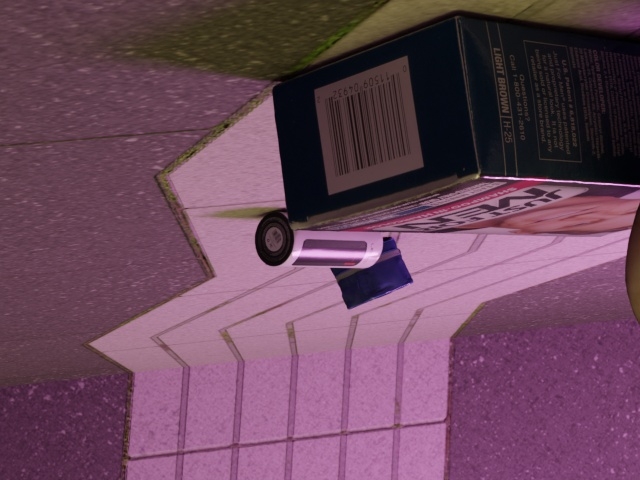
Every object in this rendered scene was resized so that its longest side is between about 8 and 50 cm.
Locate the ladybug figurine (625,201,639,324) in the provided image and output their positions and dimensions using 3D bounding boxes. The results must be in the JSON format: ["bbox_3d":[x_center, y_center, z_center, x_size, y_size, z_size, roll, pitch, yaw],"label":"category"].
[{"bbox_3d":[0.365,-0.057,1.001,0.305,0.162,0.449,19,146,-26],"label":"ladybug figurine"}]

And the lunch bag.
[{"bbox_3d":[0.056,0.035,1.945,0.067,0.065,0.098,-21,177,-24],"label":"lunch bag"}]

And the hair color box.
[{"bbox_3d":[0.153,-0.068,1.174,0.347,0.105,0.174,0,170,-44],"label":"hair color box"}]

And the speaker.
[{"bbox_3d":[0.000,0.000,1.686,0.055,0.055,0.136,-14,169,41],"label":"speaker"}]
